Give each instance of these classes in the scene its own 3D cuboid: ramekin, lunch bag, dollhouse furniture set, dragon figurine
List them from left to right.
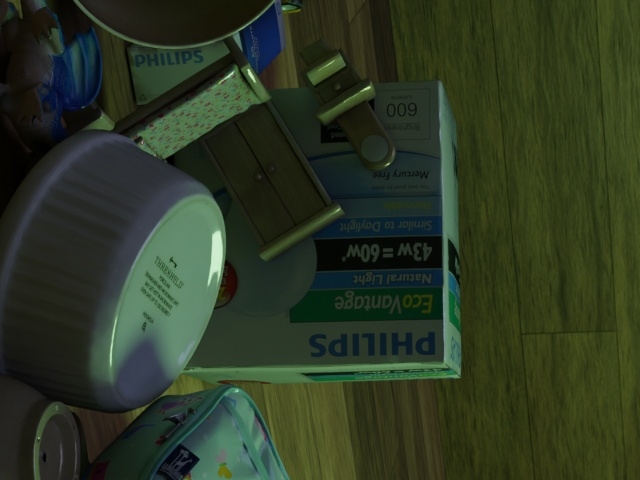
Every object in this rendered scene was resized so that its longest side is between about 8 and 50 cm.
[{"bbox_3d":[-0.264,-0.169,1.324,0.144,0.085,0.289,16,76,-78],"label":"dragon figurine"},{"bbox_3d":[-0.195,0.040,1.306,0.273,0.127,0.273,-54,155,-40],"label":"ramekin"},{"bbox_3d":[-0.100,0.281,1.301,0.224,0.108,0.279,-43,115,-52],"label":"lunch bag"},{"bbox_3d":[-0.074,-0.109,1.539,0.173,0.303,0.355,59,3,12],"label":"dollhouse furniture set"}]

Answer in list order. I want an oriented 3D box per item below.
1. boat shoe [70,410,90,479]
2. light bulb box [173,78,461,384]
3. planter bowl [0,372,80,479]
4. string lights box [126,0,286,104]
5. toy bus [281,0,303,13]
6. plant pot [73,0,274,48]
[{"bbox_3d":[-0.251,0.293,1.258,0.092,0.103,0.285,63,21,-49],"label":"boat shoe"},{"bbox_3d":[0.000,0.000,1.807,0.225,0.358,0.361,41,47,-75],"label":"light bulb box"},{"bbox_3d":[-0.271,0.187,1.175,0.162,0.109,0.162,-2,90,-76],"label":"planter bowl"},{"bbox_3d":[-0.139,-0.248,1.764,0.259,0.133,0.076,-61,146,-65],"label":"string lights box"},{"bbox_3d":[-0.118,-0.389,1.892,0.333,0.130,0.108,8,78,-76],"label":"toy bus"},{"bbox_3d":[-0.175,-0.365,1.455,0.191,0.284,0.284,-136,-149,-56],"label":"plant pot"}]
